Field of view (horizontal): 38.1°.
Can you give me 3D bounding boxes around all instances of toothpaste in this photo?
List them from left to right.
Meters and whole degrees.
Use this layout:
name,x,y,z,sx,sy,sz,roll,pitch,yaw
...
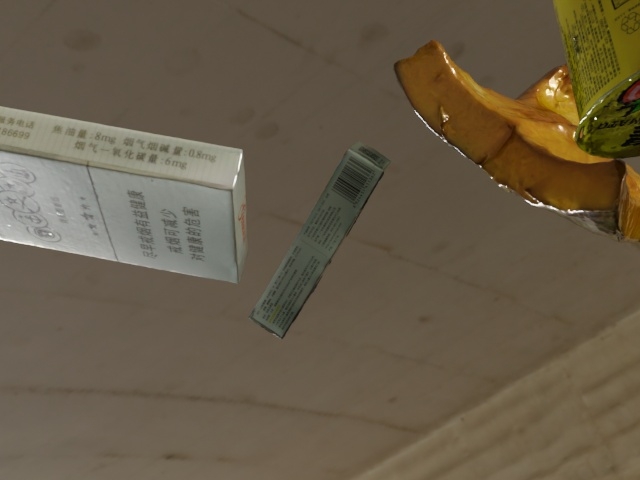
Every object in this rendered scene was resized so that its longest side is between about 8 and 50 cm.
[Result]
name,x,y,z,sx,sy,sz,roll,pitch,yaw
toothpaste,0.000,0.000,0.721,0.164,0.034,0.046,-59,-4,21

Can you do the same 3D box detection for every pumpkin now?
name,x,y,z,sx,sy,sz,roll,pitch,yaw
pumpkin,0.224,-0.084,0.847,0.290,0.258,0.095,-1,-51,-49

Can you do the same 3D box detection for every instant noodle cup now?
name,x,y,z,sx,sy,sz,roll,pitch,yaw
instant noodle cup,0.241,-0.160,0.633,0.182,0.144,0.182,-13,-18,-4

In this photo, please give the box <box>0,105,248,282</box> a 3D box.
name,x,y,z,sx,sy,sz,roll,pitch,yaw
box,-0.170,-0.034,0.607,0.245,0.035,0.139,11,-27,4
